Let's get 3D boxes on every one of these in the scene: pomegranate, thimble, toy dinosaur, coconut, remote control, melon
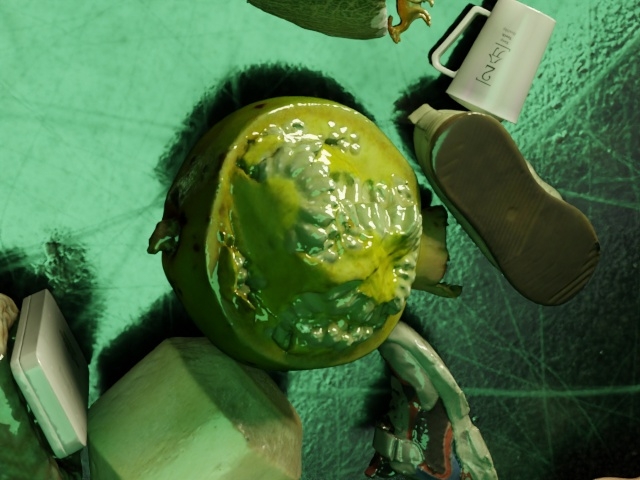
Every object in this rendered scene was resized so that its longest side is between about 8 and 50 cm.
[{"bbox_3d":[0.000,0.000,1.540,0.341,0.260,0.260,11,104,-37],"label":"pomegranate"},{"bbox_3d":[-0.332,0.173,1.564,0.148,0.196,0.229,-18,134,2],"label":"thimble"},{"bbox_3d":[0.097,-0.244,1.583,0.041,0.026,0.113,20,111,8],"label":"toy dinosaur"},{"bbox_3d":[-0.131,0.211,1.586,0.222,0.202,0.202,-44,103,2],"label":"coconut"},{"bbox_3d":[-0.252,0.120,1.525,0.034,0.250,0.103,-25,105,-1],"label":"remote control"},{"bbox_3d":[0.010,-0.252,1.512,0.202,0.139,0.093,15,84,-31],"label":"melon"}]

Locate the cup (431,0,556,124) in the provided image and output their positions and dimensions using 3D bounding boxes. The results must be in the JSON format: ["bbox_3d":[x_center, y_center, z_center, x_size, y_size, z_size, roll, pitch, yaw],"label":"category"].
[{"bbox_3d":[0.166,-0.181,1.591,0.104,0.074,0.116,26,97,18],"label":"cup"}]

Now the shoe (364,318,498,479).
[{"bbox_3d":[0.091,0.190,1.650,0.126,0.099,0.227,-28,109,-1],"label":"shoe"}]

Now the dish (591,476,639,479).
[{"bbox_3d":[0.347,0.322,1.699,0.213,0.090,0.213,3,105,12],"label":"dish"}]

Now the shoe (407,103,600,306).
[{"bbox_3d":[0.181,-0.038,1.605,0.103,0.098,0.275,-43,123,-3],"label":"shoe"}]
